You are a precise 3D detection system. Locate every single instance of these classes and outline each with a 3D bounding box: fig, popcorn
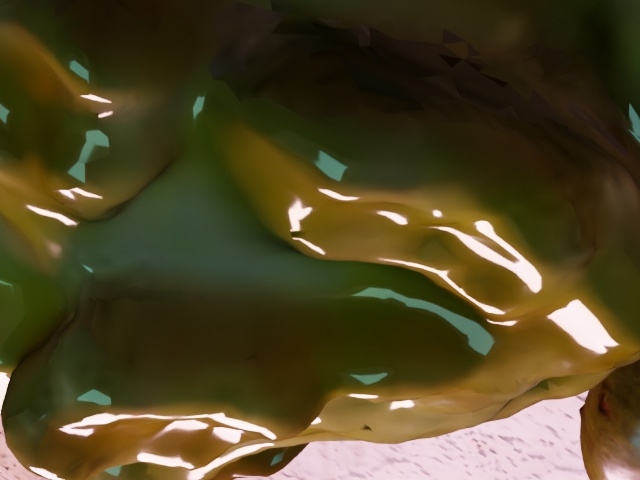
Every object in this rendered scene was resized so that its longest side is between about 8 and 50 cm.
[{"bbox_3d":[0.144,0.074,0.708,0.098,0.082,0.084,39,104,13],"label":"fig"},{"bbox_3d":[-0.010,-0.063,0.528,0.312,0.312,0.312,20,137,20],"label":"popcorn"}]
